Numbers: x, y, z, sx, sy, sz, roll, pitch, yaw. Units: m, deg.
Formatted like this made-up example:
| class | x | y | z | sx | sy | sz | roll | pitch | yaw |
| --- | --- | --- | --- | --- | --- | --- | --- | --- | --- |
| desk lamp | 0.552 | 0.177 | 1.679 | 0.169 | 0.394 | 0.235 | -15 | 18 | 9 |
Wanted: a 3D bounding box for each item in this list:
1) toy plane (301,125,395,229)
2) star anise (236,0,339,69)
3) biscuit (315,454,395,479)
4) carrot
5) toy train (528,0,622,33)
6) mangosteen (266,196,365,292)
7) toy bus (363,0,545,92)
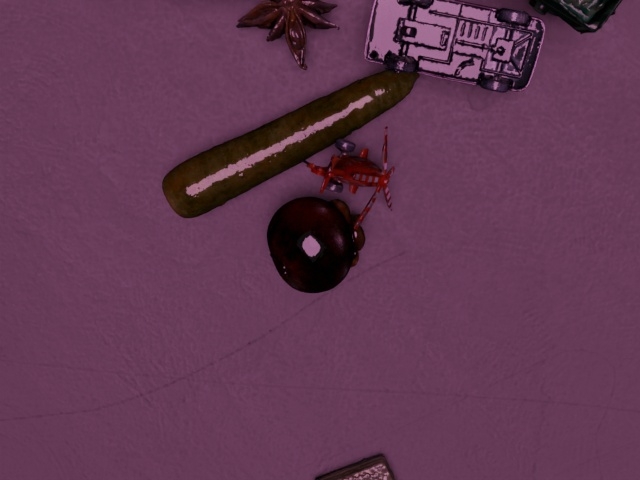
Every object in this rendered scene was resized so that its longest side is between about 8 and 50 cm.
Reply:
| class | x | y | z | sx | sy | sz | roll | pitch | yaw |
| --- | --- | --- | --- | --- | --- | --- | --- | --- | --- |
| toy plane | 0.030 | -0.074 | 0.831 | 0.077 | 0.194 | 0.126 | 21 | 122 | 23 |
| star anise | -0.025 | -0.289 | 0.845 | 0.124 | 0.056 | 0.129 | 35 | 93 | 13 |
| biscuit | 0.079 | 0.430 | 1.041 | 0.121 | 0.040 | 0.199 | -23 | 102 | 6 |
| carrot | -0.039 | -0.131 | 0.880 | 0.359 | 0.074 | 0.074 | -27 | 102 | 6 |
| toy train | 0.231 | -0.332 | 0.770 | 0.269 | 0.154 | 0.115 | 36 | 106 | -7 |
| mangosteen | 0.000 | 0.000 | 0.895 | 0.140 | 0.140 | 0.140 | 1 | 105 | 2 |
| toy bus | 0.156 | -0.240 | 0.823 | 0.199 | 0.108 | 0.096 | 12 | 110 | 2 |
